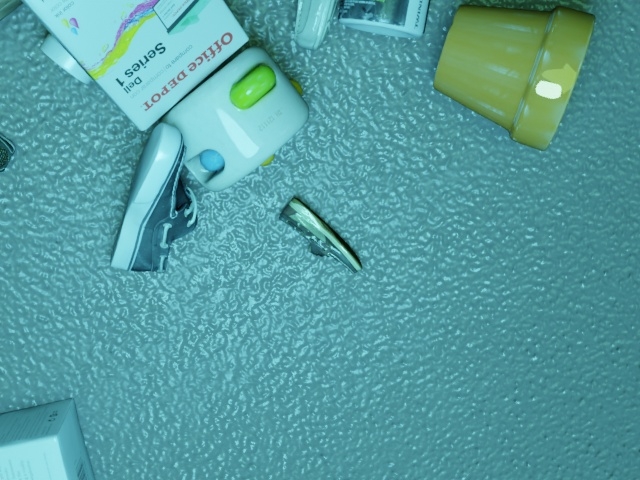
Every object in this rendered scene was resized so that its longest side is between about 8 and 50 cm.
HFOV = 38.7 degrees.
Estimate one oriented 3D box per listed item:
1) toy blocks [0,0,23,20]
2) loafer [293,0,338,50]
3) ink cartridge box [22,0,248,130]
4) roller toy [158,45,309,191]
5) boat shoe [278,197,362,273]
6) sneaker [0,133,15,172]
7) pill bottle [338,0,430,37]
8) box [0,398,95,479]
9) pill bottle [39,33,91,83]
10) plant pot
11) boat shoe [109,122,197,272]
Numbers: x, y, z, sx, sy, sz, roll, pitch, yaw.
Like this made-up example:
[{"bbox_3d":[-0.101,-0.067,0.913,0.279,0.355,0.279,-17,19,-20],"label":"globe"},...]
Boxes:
[{"bbox_3d":[-0.540,-0.422,1.238,0.261,0.191,0.381,-33,98,11],"label":"toy blocks"},{"bbox_3d":[-0.018,-0.436,1.312,0.112,0.112,0.319,6,91,-1],"label":"loafer"},{"bbox_3d":[-0.253,-0.311,1.178,0.201,0.117,0.278,-42,134,-4],"label":"ink cartridge box"},{"bbox_3d":[-0.118,-0.168,1.298,0.191,0.209,0.146,-36,102,12],"label":"roller toy"},{"bbox_3d":[0.000,0.000,1.408,0.152,0.056,0.049,45,97,-1],"label":"boat shoe"},{"bbox_3d":[-0.538,-0.138,1.318,0.178,0.077,0.071,14,98,-8],"label":"sneaker"},{"bbox_3d":[0.108,-0.424,1.309,0.131,0.130,0.245,9,98,-7],"label":"pill bottle"},{"bbox_3d":[-0.523,0.396,1.357,0.346,0.168,0.214,-12,100,-4],"label":"box"},{"bbox_3d":[-0.307,-0.320,1.294,0.112,0.112,0.186,39,93,-10],"label":"pill bottle"},{"bbox_3d":[0.273,-0.256,1.330,0.188,0.205,0.205,20,97,7],"label":"plant pot"},{"bbox_3d":[-0.220,-0.047,1.287,0.102,0.108,0.301,14,139,-15],"label":"boat shoe"}]
